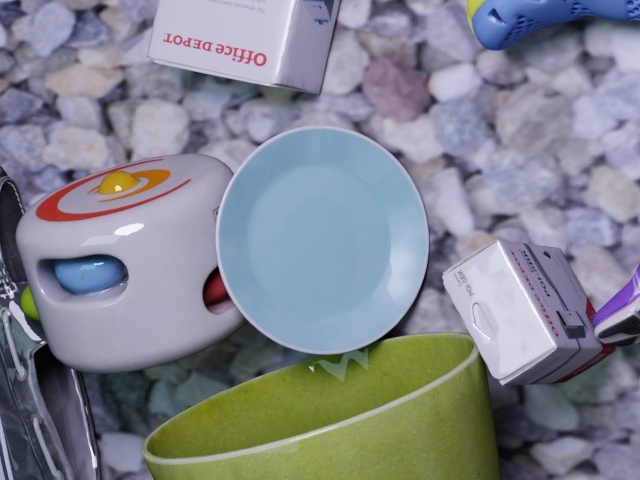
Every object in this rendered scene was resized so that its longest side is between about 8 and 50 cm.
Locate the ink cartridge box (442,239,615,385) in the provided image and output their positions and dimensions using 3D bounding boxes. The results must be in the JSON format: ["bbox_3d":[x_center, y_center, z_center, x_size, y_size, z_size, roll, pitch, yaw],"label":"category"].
[{"bbox_3d":[0.163,0.056,1.455,0.056,0.135,0.099,-34,73,22],"label":"ink cartridge box"}]

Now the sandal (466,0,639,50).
[{"bbox_3d":[0.255,-0.212,1.432,0.317,0.126,0.138,-25,96,31],"label":"sandal"}]

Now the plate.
[{"bbox_3d":[0.000,0.000,1.547,0.024,0.188,0.188,171,99,-68],"label":"plate"}]

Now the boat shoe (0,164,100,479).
[{"bbox_3d":[-0.261,0.083,1.706,0.119,0.121,0.335,-9,94,20],"label":"boat shoe"}]

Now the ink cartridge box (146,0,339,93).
[{"bbox_3d":[-0.056,-0.232,1.617,0.139,0.082,0.191,15,96,28],"label":"ink cartridge box"}]

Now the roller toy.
[{"bbox_3d":[-0.149,0.010,1.577,0.209,0.191,0.146,-19,108,-14],"label":"roller toy"}]

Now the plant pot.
[{"bbox_3d":[0.035,0.255,1.463,0.274,0.275,0.294,-14,97,27],"label":"plant pot"}]

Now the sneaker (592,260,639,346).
[{"bbox_3d":[0.272,0.013,1.451,0.170,0.068,0.071,-46,53,9],"label":"sneaker"}]
